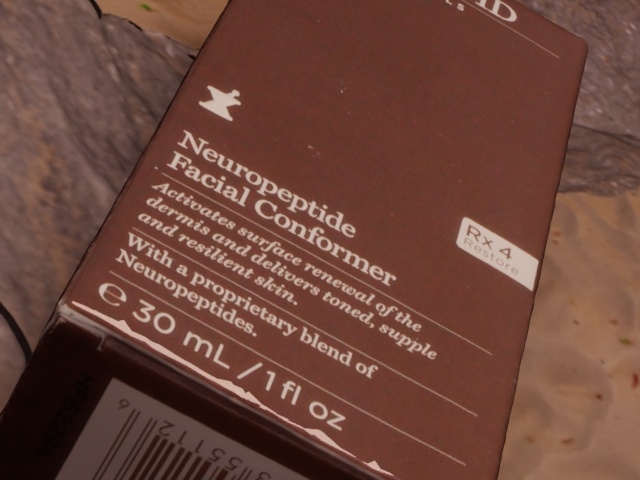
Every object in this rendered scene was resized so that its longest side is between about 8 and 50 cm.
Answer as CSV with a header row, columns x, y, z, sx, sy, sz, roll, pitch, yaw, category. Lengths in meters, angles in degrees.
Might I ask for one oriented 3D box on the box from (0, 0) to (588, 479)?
x,y,z,sx,sy,sz,roll,pitch,yaw,category
0.000,0.000,0.800,0.191,0.143,0.381,28,37,-7,box
